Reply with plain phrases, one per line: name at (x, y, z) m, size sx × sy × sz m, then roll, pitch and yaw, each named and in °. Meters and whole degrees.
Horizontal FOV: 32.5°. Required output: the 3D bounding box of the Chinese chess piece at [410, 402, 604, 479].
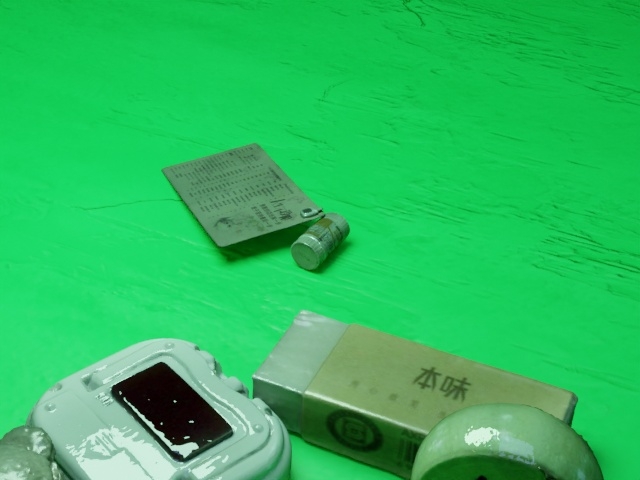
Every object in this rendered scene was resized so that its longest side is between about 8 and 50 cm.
Chinese chess piece at (0.180, 0.245, 1.064) m, size 0.188 × 0.188 × 0.083 m, roll 12°, pitch 39°, yaw 13°

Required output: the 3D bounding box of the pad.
pad at (-0.117, -0.074, 1.576) m, size 0.159 × 0.009 × 0.265 m, roll -18°, pitch 33°, yaw -18°

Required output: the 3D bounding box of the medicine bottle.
medicine bottle at (0.000, 0.000, 1.490) m, size 0.047 × 0.047 × 0.083 m, roll 22°, pitch 41°, yaw 24°

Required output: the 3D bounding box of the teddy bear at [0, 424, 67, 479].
teddy bear at (-0.273, 0.305, 0.997) m, size 0.236 × 0.151 × 0.267 m, roll -45°, pitch 42°, yaw -11°

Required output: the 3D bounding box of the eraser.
eraser at (0.103, 0.186, 1.230) m, size 0.343 × 0.078 × 0.144 m, roll 16°, pitch 39°, yaw 18°

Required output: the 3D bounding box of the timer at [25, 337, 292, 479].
timer at (-0.174, 0.213, 1.173) m, size 0.237 × 0.087 × 0.262 m, roll -27°, pitch 47°, yaw -33°
